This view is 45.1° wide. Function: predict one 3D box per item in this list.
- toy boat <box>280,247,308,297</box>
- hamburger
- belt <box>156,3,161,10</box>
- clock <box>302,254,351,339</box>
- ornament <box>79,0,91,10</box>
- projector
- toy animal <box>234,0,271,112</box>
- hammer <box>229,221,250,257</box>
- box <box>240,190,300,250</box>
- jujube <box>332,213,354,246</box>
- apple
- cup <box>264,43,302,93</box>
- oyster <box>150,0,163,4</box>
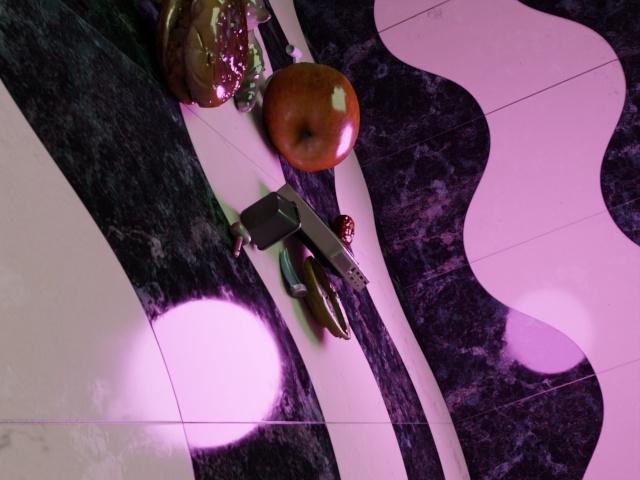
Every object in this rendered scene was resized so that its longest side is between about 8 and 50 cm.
[{"bbox_3d":[-0.074,0.073,1.801,0.122,0.034,0.096,62,10,15],"label":"toy boat"},{"bbox_3d":[-0.227,-0.400,1.565,0.243,0.146,0.286,65,30,-62],"label":"hamburger"},{"bbox_3d":[-0.317,-0.624,1.741,0.217,0.122,0.339,20,49,-73],"label":"belt"},{"bbox_3d":[0.004,0.150,1.920,0.237,0.057,0.237,61,9,-17],"label":"clock"},{"bbox_3d":[-0.346,-0.510,1.220,0.166,0.196,0.153,46,24,-58],"label":"ornament"},{"bbox_3d":[0.000,0.000,1.993,0.259,0.079,0.257,48,-1,32],"label":"projector"},{"bbox_3d":[-0.193,-0.500,1.962,0.266,0.188,0.308,50,16,-81],"label":"toy animal"},{"bbox_3d":[-0.163,0.004,1.521,0.052,0.031,0.083,57,26,-34],"label":"hammer"},{"bbox_3d":[-0.109,-0.044,1.633,0.069,0.122,0.084,38,28,-44],"label":"box"},{"bbox_3d":[0.075,-0.031,2.555,0.129,0.077,0.077,-83,150,-46],"label":"jujube"},{"bbox_3d":[-0.025,-0.337,2.175,0.309,0.277,0.250,37,47,-41],"label":"apple"},{"bbox_3d":[-0.088,-0.453,2.376,0.173,0.167,0.300,7,83,-69],"label":"cup"},{"bbox_3d":[-0.399,-0.617,1.470,0.396,0.111,0.204,67,29,-14],"label":"oyster"}]
